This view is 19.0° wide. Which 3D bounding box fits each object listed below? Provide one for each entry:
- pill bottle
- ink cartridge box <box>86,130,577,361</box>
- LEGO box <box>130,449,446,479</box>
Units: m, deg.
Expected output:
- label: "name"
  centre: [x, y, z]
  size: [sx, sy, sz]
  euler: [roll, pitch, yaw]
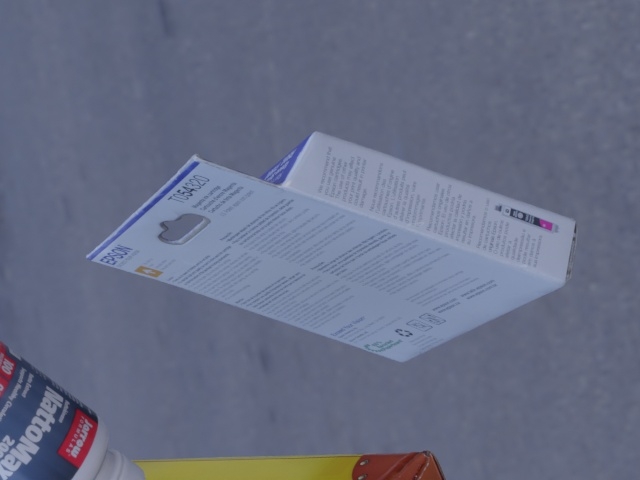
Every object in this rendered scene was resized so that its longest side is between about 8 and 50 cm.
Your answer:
- label: "pill bottle"
  centre: [-0.229, 0.161, 1.498]
  size: [0.180, 0.108, 0.108]
  euler: [40, 174, -22]
- label: "ink cartridge box"
  centre: [0.000, 0.000, 1.644]
  size: [0.324, 0.330, 0.071]
  euler: [-33, 40, 63]
- label: "LEGO box"
  centre: [-0.163, 0.354, 1.606]
  size: [0.500, 0.372, 0.193]
  euler: [-7, 112, 41]
